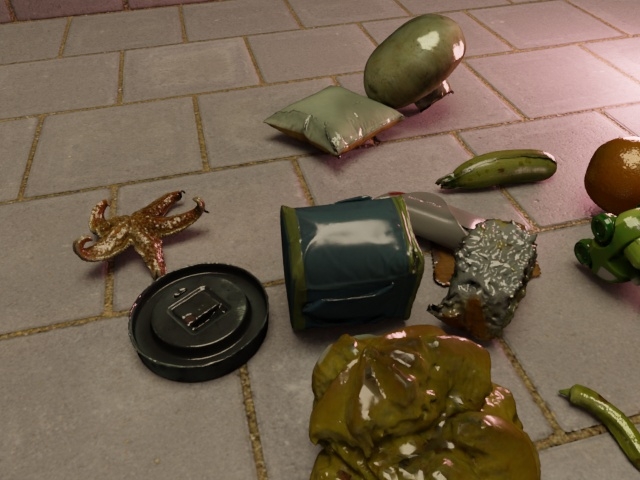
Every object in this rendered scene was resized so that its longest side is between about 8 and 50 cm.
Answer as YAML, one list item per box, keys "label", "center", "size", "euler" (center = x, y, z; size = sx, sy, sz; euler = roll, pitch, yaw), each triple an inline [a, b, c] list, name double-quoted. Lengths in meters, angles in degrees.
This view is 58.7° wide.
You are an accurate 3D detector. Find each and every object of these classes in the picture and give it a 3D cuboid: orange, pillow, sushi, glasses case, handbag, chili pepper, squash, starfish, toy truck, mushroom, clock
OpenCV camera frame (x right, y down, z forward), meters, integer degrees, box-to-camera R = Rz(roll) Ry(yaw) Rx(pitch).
- label: "orange"
  center: [0.740, -0.151, 1.359]
  size: [0.205, 0.206, 0.206]
  euler: [-1, 40, 1]
- label: "pillow"
  center: [0.041, -0.360, 1.685]
  size: [0.312, 0.119, 0.310]
  euler: [31, 52, 32]
- label: "sushi"
  center: [0.322, 0.081, 1.095]
  size: [0.139, 0.184, 0.274]
  euler: [21, 53, 26]
- label: "glasses case"
  center: [0.249, -0.060, 1.331]
  size: [0.308, 0.083, 0.128]
  euler: [21, 45, 27]
- label: "handbag"
  center: [0.049, 0.043, 1.097]
  size: [0.240, 0.263, 0.223]
  euler: [-5, 54, -7]
- label: "chili pepper"
  center: [0.488, 0.308, 0.934]
  size: [0.048, 0.043, 0.208]
  euler: [-10, 39, -29]
- label: "squash"
  center: [0.462, -0.189, 1.490]
  size: [0.340, 0.095, 0.095]
  euler: [-9, 40, -7]
- label: "starfish"
  center: [-0.408, -0.029, 1.323]
  size: [0.303, 0.113, 0.312]
  euler: [-12, 38, -12]
- label: "toy truck"
  center: [0.640, 0.027, 1.148]
  size: [0.148, 0.187, 0.211]
  euler: [-15, 41, -7]
- label: "mushroom"
  center: [0.293, -0.531, 1.756]
  size: [0.352, 0.260, 0.352]
  euler: [-34, 10, 7]
- label: "clock"
  center: [-0.239, 0.156, 1.133]
  size: [0.280, 0.056, 0.281]
  euler: [-1, 40, 1]

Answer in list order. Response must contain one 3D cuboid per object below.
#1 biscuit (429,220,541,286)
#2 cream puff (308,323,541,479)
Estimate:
- label: "biscuit"
  center: [0.368, 0.024, 1.297]
  size: [0.236, 0.013, 0.232]
  euler: [0, 39, 4]
- label: "cream puff"
  center: [0.134, 0.270, 0.816]
  size: [0.377, 0.276, 0.378]
  euler: [1, 40, -1]
